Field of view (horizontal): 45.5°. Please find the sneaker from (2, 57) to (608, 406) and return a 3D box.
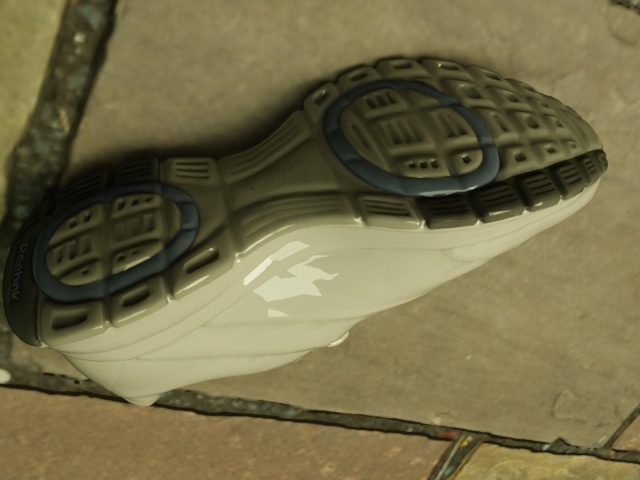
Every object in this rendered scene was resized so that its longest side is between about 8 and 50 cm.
[{"bbox_3d":[0.000,0.000,0.397,0.297,0.111,0.129,-16,144,-1],"label":"sneaker"}]
